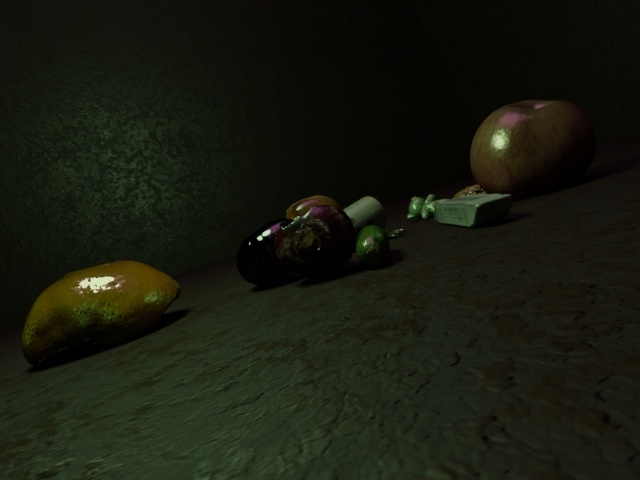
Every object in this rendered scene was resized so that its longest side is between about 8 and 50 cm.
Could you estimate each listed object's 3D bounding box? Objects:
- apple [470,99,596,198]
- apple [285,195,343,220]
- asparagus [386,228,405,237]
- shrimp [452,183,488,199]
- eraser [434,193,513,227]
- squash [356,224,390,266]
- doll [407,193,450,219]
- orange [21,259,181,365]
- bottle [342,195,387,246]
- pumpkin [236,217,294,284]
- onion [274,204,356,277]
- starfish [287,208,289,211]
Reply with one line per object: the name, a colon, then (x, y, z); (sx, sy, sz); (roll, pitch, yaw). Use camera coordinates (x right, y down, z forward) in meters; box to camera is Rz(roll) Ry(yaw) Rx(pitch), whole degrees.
apple: (0.604, -0.273, 1.181); (0.345, 0.269, 0.345); (-16, 5, 1)
apple: (-0.012, -0.052, 1.371); (0.211, 0.188, 0.211); (-14, 2, 1)
asparagus: (0.150, -0.003, 1.192); (0.233, 0.022, 0.023); (-16, -29, 41)
shrimp: (0.583, -0.169, 1.509); (0.187, 0.051, 0.132); (-22, 23, 6)
eraser: (0.360, -0.074, 1.000); (0.089, 0.061, 0.352); (-17, 5, 1)
squash: (0.109, 0.007, 0.863); (0.068, 0.077, 0.219); (-8, 3, 7)
doll: (0.376, -0.107, 1.404); (0.150, 0.077, 0.115); (0, 52, 39)
orange: (-0.490, 0.152, 0.919); (0.335, 0.196, 0.262); (-10, 18, -1)
bottle: (0.073, -0.028, 1.149); (0.233, 0.110, 0.110); (-33, 11, -26)
pumpkin: (-0.112, 0.032, 1.007); (0.202, 0.140, 0.202); (-37, -4, -3)
onion: (0.008, 0.013, 0.882); (0.173, 0.135, 0.198); (-38, -18, 18)
starfish: (-0.101, -0.018, 1.575); (0.312, 0.113, 0.303); (-28, -17, -22)
